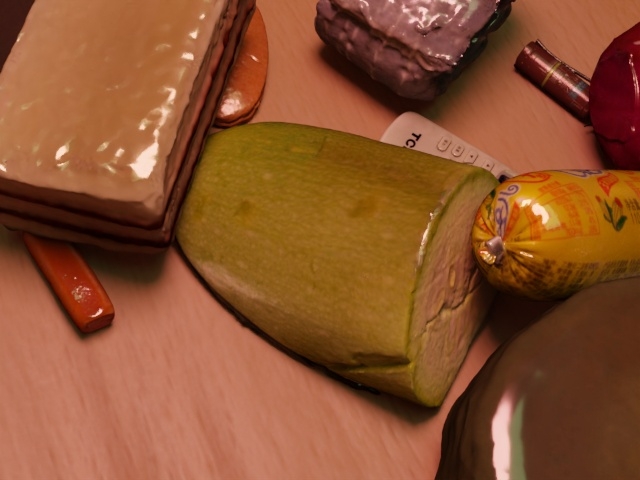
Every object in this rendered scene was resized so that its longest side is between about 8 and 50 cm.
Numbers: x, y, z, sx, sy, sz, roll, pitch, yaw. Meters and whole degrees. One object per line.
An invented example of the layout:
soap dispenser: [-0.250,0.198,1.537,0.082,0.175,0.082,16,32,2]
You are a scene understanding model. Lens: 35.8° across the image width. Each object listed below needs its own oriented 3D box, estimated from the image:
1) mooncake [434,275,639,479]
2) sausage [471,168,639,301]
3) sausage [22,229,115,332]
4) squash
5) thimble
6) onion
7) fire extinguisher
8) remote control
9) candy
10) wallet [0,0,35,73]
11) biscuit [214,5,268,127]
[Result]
mooncake: [0.275,0.217,0.848,0.356,0.194,0.356,3,61,-5]
sausage: [0.270,-0.008,0.963,0.347,0.123,0.123,-4,58,-43]
sausage: [-0.241,0.029,0.942,0.041,0.039,0.131,-31,69,-17]
squash: [0.000,0.000,0.993,0.309,0.210,0.234,13,56,30]
thimble: [0.120,-0.275,1.084,0.172,0.205,0.236,37,56,9]
onion: [0.387,-0.143,1.048,0.140,0.218,0.195,-4,94,-22]
fire extinguisher: [0.288,-0.179,1.161,0.132,0.039,0.056,41,71,13]
remote control: [0.150,-0.068,1.076,0.190,0.029,0.087,32,60,8]
candy: [-0.186,-0.157,0.936,0.179,0.135,0.321,14,66,6]
wallet: [-0.271,-0.184,1.041,0.165,0.042,0.309,-31,71,-9]
biscuit: [-0.153,-0.212,1.096,0.192,0.036,0.186,3,62,-8]
